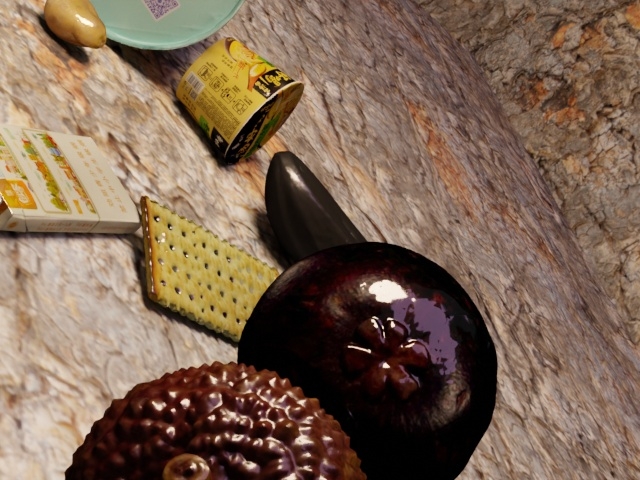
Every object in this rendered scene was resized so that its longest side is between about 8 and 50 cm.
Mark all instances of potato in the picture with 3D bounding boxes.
[{"bbox_3d":[-0.299,-0.270,1.493,0.083,0.062,0.068,31,46,15],"label":"potato"}]

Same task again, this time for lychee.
[{"bbox_3d":[-0.072,0.213,0.885,0.271,0.236,0.236,65,-1,-55],"label":"lychee"}]

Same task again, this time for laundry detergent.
[{"bbox_3d":[-0.200,-0.436,1.669,0.287,0.287,0.305,45,21,-12],"label":"laundry detergent"}]

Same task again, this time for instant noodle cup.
[{"bbox_3d":[-0.113,-0.195,1.645,0.122,0.151,0.151,45,19,7],"label":"instant noodle cup"}]

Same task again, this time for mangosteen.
[{"bbox_3d":[0.038,0.144,1.242,0.287,0.287,0.233,51,48,3],"label":"mangosteen"}]

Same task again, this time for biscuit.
[{"bbox_3d":[-0.113,0.049,1.341,0.231,0.016,0.139,32,39,-46],"label":"biscuit"}]

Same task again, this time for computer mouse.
[{"bbox_3d":[0.000,0.000,1.605,0.269,0.086,0.137,49,12,-29],"label":"computer mouse"}]

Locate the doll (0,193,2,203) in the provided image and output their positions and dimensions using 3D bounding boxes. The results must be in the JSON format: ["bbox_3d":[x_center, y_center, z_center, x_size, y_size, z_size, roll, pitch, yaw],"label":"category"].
[{"bbox_3d":[-0.357,-0.084,1.037,0.195,0.062,0.104,35,23,-20],"label":"doll"}]

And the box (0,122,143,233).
[{"bbox_3d":[-0.272,-0.060,1.217,0.122,0.032,0.220,57,20,15],"label":"box"}]
